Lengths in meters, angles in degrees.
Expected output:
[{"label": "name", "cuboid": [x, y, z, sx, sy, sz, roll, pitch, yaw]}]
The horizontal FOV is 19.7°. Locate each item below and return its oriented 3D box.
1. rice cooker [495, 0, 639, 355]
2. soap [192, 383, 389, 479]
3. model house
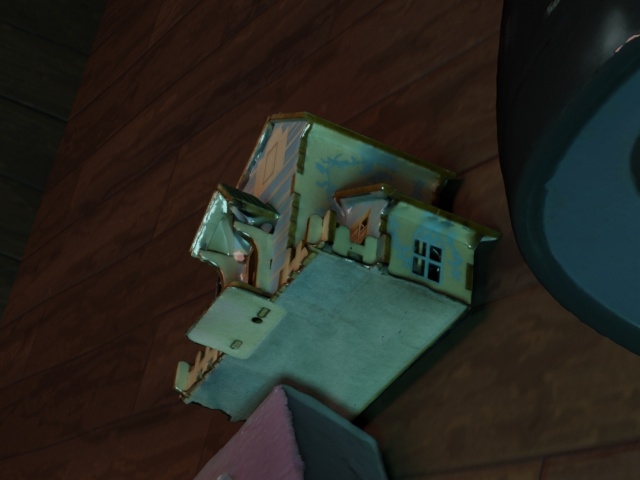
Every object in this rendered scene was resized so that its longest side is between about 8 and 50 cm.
[{"label": "rice cooker", "cuboid": [0.203, -0.079, 0.764, 0.267, 0.267, 0.224, -52, 18, 41]}, {"label": "soap", "cuboid": [-0.058, 0.285, 1.228, 0.285, 0.107, 0.296, -52, 20, 15]}, {"label": "model house", "cuboid": [0.000, 0.000, 1.369, 0.271, 0.178, 0.206, 129, 157, -49]}]
